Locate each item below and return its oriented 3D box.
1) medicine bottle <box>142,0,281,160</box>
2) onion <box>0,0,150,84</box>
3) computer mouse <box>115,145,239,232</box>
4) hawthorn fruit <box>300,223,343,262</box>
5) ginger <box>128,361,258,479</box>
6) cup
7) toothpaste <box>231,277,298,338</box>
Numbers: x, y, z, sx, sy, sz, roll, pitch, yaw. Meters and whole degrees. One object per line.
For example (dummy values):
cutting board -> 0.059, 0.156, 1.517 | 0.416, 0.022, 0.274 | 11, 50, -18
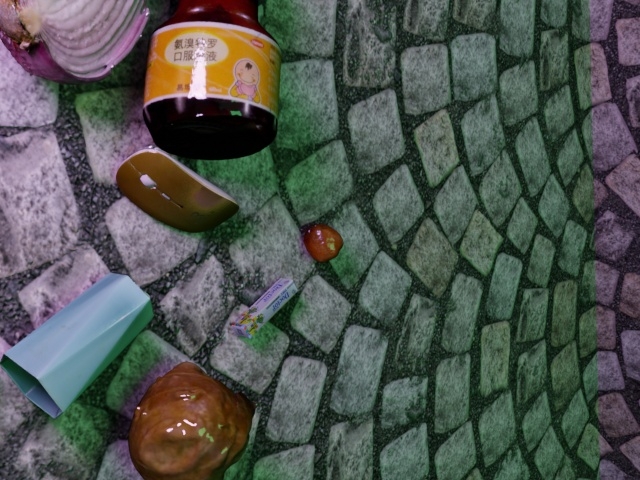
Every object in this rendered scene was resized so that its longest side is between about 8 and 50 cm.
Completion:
medicine bottle -> -0.191, -0.359, 1.363 | 0.242, 0.242, 0.395 | 8, 76, -46
onion -> -0.382, -0.408, 1.203 | 0.349, 0.159, 0.267 | -49, 139, -38
computer mouse -> -0.257, -0.083, 1.412 | 0.245, 0.126, 0.056 | 36, 33, -43
hawthorn fruit -> 0.000, 0.000, 1.709 | 0.093, 0.081, 0.081 | 46, 63, -23
ginger -> -0.250, 0.371, 1.420 | 0.223, 0.200, 0.269 | 26, 118, -14
cup -> -0.399, 0.164, 1.294 | 0.236, 0.148, 0.134 | -49, 160, -36
toothpaste -> -0.117, 0.143, 1.630 | 0.164, 0.046, 0.034 | -44, 121, -32
